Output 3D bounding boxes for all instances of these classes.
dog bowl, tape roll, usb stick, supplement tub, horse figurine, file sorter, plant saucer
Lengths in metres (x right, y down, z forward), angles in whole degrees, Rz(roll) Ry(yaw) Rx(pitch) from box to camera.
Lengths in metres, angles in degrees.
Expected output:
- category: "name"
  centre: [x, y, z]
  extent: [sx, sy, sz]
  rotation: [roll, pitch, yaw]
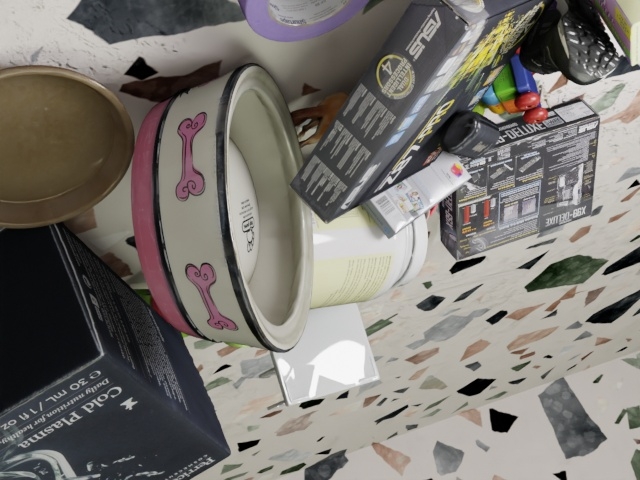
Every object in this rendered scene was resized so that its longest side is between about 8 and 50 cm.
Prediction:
- category: "dog bowl"
  centre: [-0.134, -0.039, 1.609]
  extent: [0.150, 0.408, 0.408]
  rotation: [-6, 159, 14]
- category: "tape roll"
  centre: [-0.021, -0.344, 1.439]
  extent: [0.189, 0.080, 0.189]
  rotation: [-19, 154, -10]
- category: "usb stick"
  centre: [0.243, -0.167, 1.813]
  extent: [0.077, 0.045, 0.278]
  rotation: [-50, 170, 11]
- category: "supplement tub"
  centre: [0.000, 0.000, 1.966]
  extent: [0.325, 0.235, 0.235]
  rotation: [-6, 150, -35]
- category: "horse figurine"
  centre: [0.037, -0.192, 1.817]
  extent: [0.263, 0.066, 0.174]
  rotation: [-6, 158, -40]
- category: "file sorter"
  centre: [-0.041, 0.174, 2.195]
  extent: [0.193, 0.277, 0.173]
  rotation: [-13, 169, -23]
- category: "plant saucer"
  centre: [-0.390, -0.128, 1.517]
  extent: [0.278, 0.041, 0.278]
  rotation: [-13, 138, -12]

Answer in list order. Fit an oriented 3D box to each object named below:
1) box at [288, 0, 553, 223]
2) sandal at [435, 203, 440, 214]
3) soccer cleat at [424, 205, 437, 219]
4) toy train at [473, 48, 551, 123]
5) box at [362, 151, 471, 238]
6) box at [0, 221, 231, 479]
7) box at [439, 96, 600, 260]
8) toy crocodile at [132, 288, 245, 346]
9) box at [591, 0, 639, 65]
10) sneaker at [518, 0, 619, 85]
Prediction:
- category: "box"
  centre: [0.155, -0.227, 1.649]
  extent: [0.318, 0.097, 0.395]
  rotation: [-28, 160, -49]
- category: "sandal"
  centre: [0.307, -0.081, 2.255]
  extent: [0.265, 0.076, 0.102]
  rotation: [21, 114, -39]
- category: "soccer cleat"
  centre: [0.147, -0.058, 2.122]
  extent: [0.109, 0.116, 0.318]
  rotation: [-8, 151, -32]
- category: "toy train"
  centre: [0.312, -0.240, 1.950]
  extent: [0.143, 0.105, 0.248]
  rotation: [-14, 166, 17]
- category: "box"
  centre: [0.143, -0.111, 1.911]
  extent: [0.186, 0.145, 0.038]
  rotation: [-36, 176, -25]
- category: "box"
  centre: [-0.472, 0.268, 1.763]
  extent: [0.480, 0.297, 0.472]
  rotation: [-31, 149, 2]
- category: "box"
  centre: [0.378, -0.115, 2.157]
  extent: [0.307, 0.076, 0.242]
  rotation: [-19, 132, -13]
- category: "toy crocodile"
  centre: [-0.214, 0.129, 2.055]
  extent: [0.340, 0.115, 0.105]
  rotation: [5, -169, 10]
- category: "box"
  centre: [0.504, -0.408, 1.619]
  extent: [0.243, 0.213, 0.117]
  rotation: [-26, 155, 4]
- category: "sneaker"
  centre: [0.358, -0.280, 1.684]
  extent: [0.107, 0.283, 0.124]
  rotation: [32, 121, -14]
